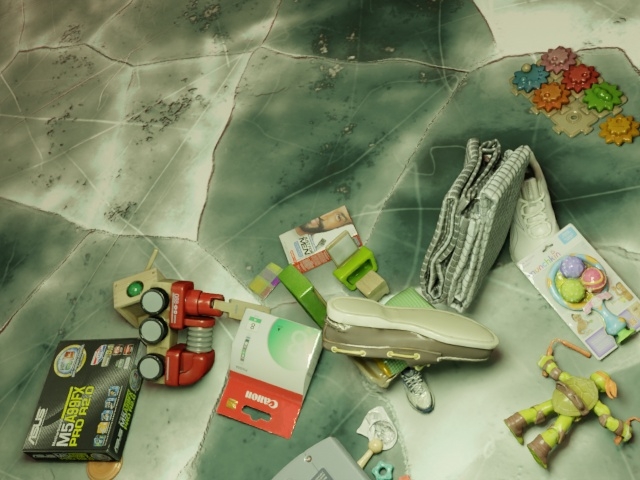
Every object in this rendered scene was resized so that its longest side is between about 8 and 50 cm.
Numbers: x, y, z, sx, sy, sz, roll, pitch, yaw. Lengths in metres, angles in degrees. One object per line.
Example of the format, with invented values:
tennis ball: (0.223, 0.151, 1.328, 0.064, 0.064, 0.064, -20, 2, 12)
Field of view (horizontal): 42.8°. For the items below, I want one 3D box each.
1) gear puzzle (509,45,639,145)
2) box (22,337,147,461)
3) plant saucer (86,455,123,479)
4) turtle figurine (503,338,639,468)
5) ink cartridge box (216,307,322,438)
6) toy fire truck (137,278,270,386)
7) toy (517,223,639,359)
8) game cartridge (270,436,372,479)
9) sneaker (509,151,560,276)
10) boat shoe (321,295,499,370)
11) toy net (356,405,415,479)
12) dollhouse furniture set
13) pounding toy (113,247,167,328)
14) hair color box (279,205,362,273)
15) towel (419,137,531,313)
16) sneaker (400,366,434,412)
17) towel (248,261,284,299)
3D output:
gear puzzle: (0.579, -0.321, 1.841, 0.175, 0.044, 0.339, -33, 53, -3)
box: (-0.510, 0.347, 1.795, 0.216, 0.060, 0.270, -3, 54, 18)
plant saucer: (-0.459, 0.472, 1.732, 0.083, 0.013, 0.084, -10, 55, 15)
turtle figurine: (0.452, 0.304, 1.454, 0.217, 0.087, 0.269, -37, 53, -6)
ink cartridge box: (-0.109, 0.269, 1.679, 0.181, 0.056, 0.225, 15, 72, 23)
toy fire truck: (-0.246, 0.198, 1.752, 0.246, 0.158, 0.217, 4, 94, 9)
toy: (0.504, 0.090, 1.544, 0.137, 0.056, 0.237, -36, 76, -4)
game cartridge: (-0.030, 0.513, 1.485, 0.294, 0.060, 0.196, -48, 57, 4)
sneaker: (0.428, -0.052, 1.671, 0.111, 0.129, 0.297, -13, 56, 8)
boat shoe: (0.164, 0.183, 1.514, 0.324, 0.097, 0.116, 10, 19, -5)
toy net: (0.117, 0.416, 1.533, 0.122, 0.045, 0.232, -7, 56, 17)
dollhouse furniture set: (0.088, 0.122, 1.633, 0.197, 0.151, 0.301, -40, 42, -7)
pounding toy: (-0.397, 0.111, 1.865, 0.130, 0.141, 0.100, -19, 53, 8)
hair color box: (0.000, 0.000, 1.844, 0.167, 0.053, 0.093, -25, 52, 2)
towel: (0.290, -0.037, 1.576, 0.121, 0.284, 0.235, 21, 42, 18)
sneaker: (0.179, 0.273, 1.595, 0.052, 0.058, 0.135, -27, 54, 3)
towel: (-0.121, 0.091, 1.857, 0.060, 0.009, 0.083, 31, 72, 34)
